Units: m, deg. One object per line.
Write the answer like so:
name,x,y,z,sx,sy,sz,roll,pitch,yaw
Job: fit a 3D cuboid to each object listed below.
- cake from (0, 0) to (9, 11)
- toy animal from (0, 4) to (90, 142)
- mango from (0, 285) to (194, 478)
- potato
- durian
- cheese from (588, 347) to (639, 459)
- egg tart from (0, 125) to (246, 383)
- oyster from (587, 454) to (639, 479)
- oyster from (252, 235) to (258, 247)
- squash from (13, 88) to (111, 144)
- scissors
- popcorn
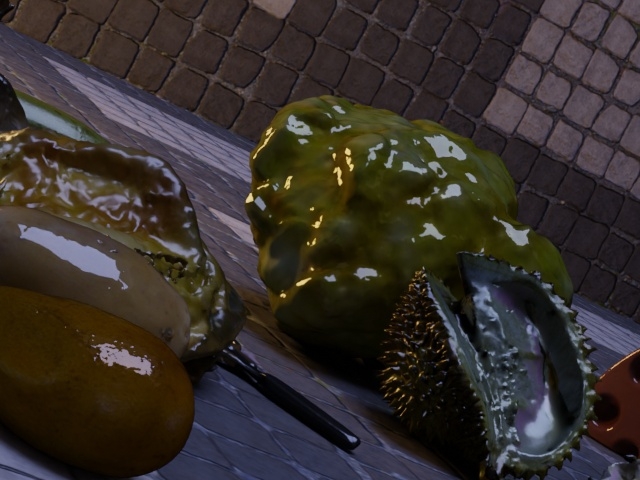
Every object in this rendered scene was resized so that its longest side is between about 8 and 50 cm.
cake,-0.346,-0.134,1.161,0.256,0.290,0.282,26,7,2
toy animal,-0.277,-0.097,1.701,0.160,0.197,0.272,29,1,-12
mango,-0.151,0.082,1.179,0.165,0.089,0.115,27,15,26
potato,-0.174,0.040,1.284,0.178,0.109,0.118,27,5,-14
durian,0.142,0.141,1.770,0.193,0.138,0.237,18,50,-11
cheese,0.400,0.217,2.354,0.177,0.202,0.128,-6,-9,33
egg tart,-0.183,-0.010,1.529,0.297,0.132,0.297,24,21,-10
oyster,0.303,0.256,1.804,0.133,0.072,0.209,35,27,11
oyster,0.001,-0.002,2.436,0.166,0.108,0.053,34,-17,-16
squash,-0.291,-0.097,2.034,0.341,0.094,0.094,27,6,-11
scissors,-0.045,0.118,1.640,0.220,0.017,0.088,32,4,37
popcorn,0.077,-0.016,1.994,0.334,0.292,0.293,-105,176,-48
